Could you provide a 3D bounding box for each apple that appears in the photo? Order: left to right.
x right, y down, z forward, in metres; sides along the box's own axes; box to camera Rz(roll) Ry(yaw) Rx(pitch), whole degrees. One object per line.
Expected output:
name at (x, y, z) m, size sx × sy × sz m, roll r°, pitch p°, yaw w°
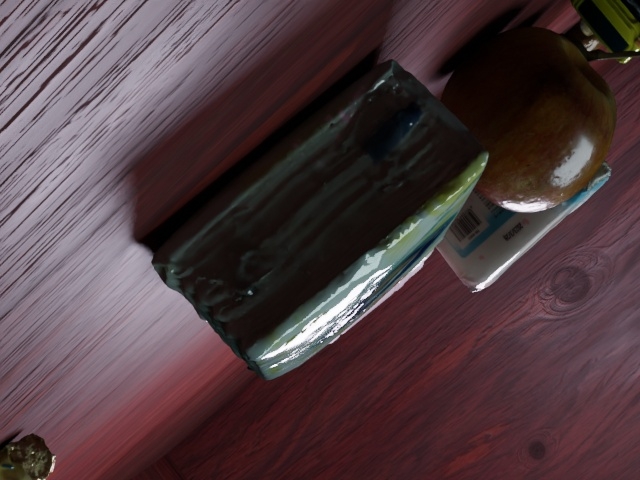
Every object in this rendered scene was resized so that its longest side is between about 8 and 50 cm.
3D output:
apple at (0.245, -0.142, 1.560) m, size 0.188 × 0.211 × 0.211 m, roll -38°, pitch 176°, yaw 26°

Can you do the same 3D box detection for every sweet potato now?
sweet potato at (0.385, -0.292, 2.119) m, size 0.218 × 0.051 × 0.065 m, roll -37°, pitch 177°, yaw -20°

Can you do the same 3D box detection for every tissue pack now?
tissue pack at (0.000, 0.000, 1.319) m, size 0.287 × 0.162 × 0.388 m, roll -40°, pitch 174°, yaw -5°
tissue pack at (0.270, -0.081, 1.958) m, size 0.124 × 0.201 × 0.271 m, roll -22°, pitch 162°, yaw -50°

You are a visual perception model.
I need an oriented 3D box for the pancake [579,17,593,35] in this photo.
pancake at (0.507, -0.412, 1.999) m, size 0.294 × 0.049 × 0.294 m, roll -39°, pitch 178°, yaw -2°

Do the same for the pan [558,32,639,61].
pan at (0.313, -0.244, 1.719) m, size 0.202 × 0.048 × 0.128 m, roll -13°, pitch -171°, yaw -19°

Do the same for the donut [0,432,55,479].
donut at (-0.389, 0.292, 1.544) m, size 0.108 × 0.065 × 0.166 m, roll -42°, pitch 174°, yaw 23°

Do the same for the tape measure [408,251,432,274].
tape measure at (0.050, 0.029, 2.083) m, size 0.265 × 0.130 × 0.258 m, roll -36°, pitch 173°, yaw 19°

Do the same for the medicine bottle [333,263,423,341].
medicine bottle at (0.066, 0.073, 2.468) m, size 0.249 × 0.133 × 0.133 m, roll -36°, pitch 173°, yaw -25°

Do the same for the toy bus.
toy bus at (0.472, -0.362, 1.757) m, size 0.262 × 0.128 × 0.150 m, roll -37°, pitch 174°, yaw -19°
